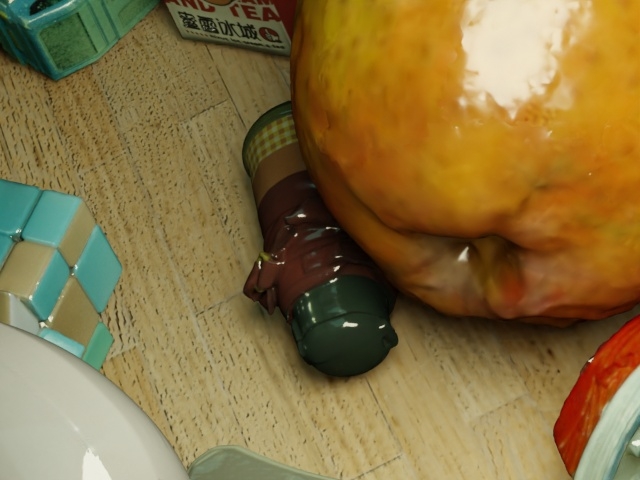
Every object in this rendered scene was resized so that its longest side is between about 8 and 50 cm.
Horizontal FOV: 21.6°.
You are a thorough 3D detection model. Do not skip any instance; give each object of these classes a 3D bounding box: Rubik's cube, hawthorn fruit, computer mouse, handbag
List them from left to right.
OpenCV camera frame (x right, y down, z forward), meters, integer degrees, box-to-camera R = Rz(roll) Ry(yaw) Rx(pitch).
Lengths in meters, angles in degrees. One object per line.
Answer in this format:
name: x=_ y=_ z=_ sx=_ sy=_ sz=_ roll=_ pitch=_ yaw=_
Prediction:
Rubik's cube: x=-0.328 y=0.065 z=1.595 sx=0.265 sy=0.224 sz=0.213 roll=12 pitch=62 yaw=22
handbag: x=-0.102 y=-0.340 z=1.752 sx=0.171 sy=0.298 sz=0.151 roll=14 pitch=61 yaw=29
computer mouse: x=-0.033 y=0.236 z=1.455 sx=0.181 sy=0.056 sz=0.089 roll=11 pitch=65 yaw=20
hawthorn fruit: x=0.184 y=-0.144 z=1.416 sx=0.471 sy=0.472 sz=0.472 roll=-11 pitch=52 yaw=14

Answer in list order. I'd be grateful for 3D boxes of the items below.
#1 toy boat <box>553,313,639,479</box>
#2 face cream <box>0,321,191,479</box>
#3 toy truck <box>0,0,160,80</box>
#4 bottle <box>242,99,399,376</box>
toy boat: x=0.336 y=0.111 z=1.344 sx=0.332 sy=0.145 sz=0.133 roll=-34 pitch=44 yaw=-10
face cream: x=-0.224 y=0.249 z=1.373 sx=0.357 sy=0.312 sz=0.219 roll=42 pitch=39 yaw=24
toy truck: x=-0.259 y=-0.322 z=1.901 sx=0.156 sy=0.155 sz=0.279 roll=37 pitch=73 yaw=27
bottle: x=0.000 y=0.000 z=1.563 sx=0.156 sy=0.143 sz=0.271 roll=-17 pitch=52 yaw=9
